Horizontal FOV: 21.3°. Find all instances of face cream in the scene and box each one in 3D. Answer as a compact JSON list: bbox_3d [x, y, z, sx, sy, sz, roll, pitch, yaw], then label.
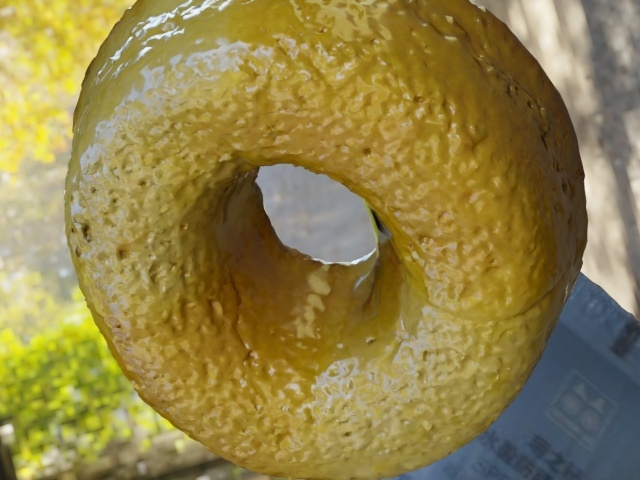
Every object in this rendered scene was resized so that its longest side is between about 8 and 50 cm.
[{"bbox_3d":[0.031,0.177,0.718,0.135,0.385,0.086,40,161,0],"label":"face cream"}]

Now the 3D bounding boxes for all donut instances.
[{"bbox_3d":[0.000,0.000,0.446,0.058,0.152,0.152,-74,-30,-57],"label":"donut"}]
